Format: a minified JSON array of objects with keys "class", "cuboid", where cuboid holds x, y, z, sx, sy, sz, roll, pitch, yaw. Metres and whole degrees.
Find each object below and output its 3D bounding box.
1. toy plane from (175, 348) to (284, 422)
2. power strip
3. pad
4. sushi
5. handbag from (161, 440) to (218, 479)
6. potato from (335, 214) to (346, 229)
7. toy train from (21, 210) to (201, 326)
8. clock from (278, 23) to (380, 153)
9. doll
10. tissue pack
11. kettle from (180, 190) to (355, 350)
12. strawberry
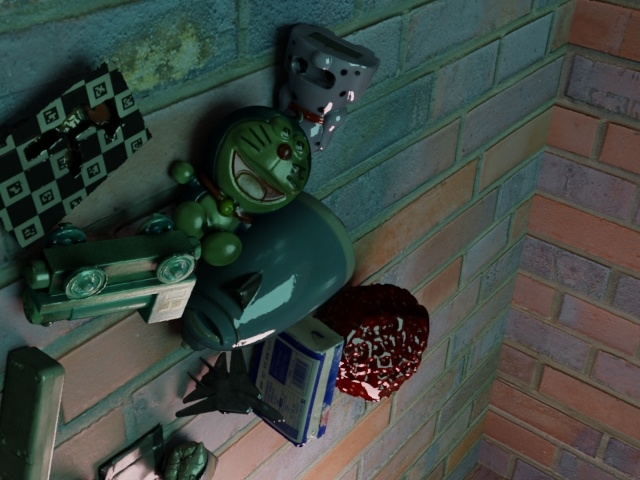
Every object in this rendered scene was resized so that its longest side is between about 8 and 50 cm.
[{"class":"toy plane","cuboid":[-0.164,0.333,1.714,0.212,0.267,0.088,-52,142,-23]},{"class":"power strip","cuboid":[-0.492,0.323,1.362,0.053,0.093,0.288,-15,124,-56]},{"class":"pad","cuboid":[-0.391,0.521,1.738,0.174,0.022,0.233,-32,136,-44]},{"class":"sushi","cuboid":[-0.394,-0.139,1.224,0.279,0.043,0.192,-46,149,-19]},{"class":"handbag","cuboid":[-0.290,0.508,1.810,0.173,0.095,0.117,83,29,-64]},{"class":"potato","cuboid":[0.000,0.000,1.915,0.200,0.081,0.164,-3,113,-59]},{"class":"toy train","cuboid":[-0.342,0.065,1.346,0.298,0.120,0.194,-8,140,-38]},{"class":"clock","cuboid":[-0.007,-0.281,1.629,0.189,0.189,0.254,-25,144,-48]},{"class":"doll","cuboid":[-0.144,-0.121,1.502,0.322,0.186,0.198,-43,116,-4]},{"class":"tissue pack","cuboid":[-0.056,0.316,1.922,0.137,0.209,0.270,-11,120,-44]},{"class":"kettle","cuboid":[-0.142,0.099,1.630,0.342,0.247,0.319,-41,176,-35]},{"class":"strawberry","cuboid":[0.103,0.237,2.062,0.317,0.295,0.345,-42,145,9]}]
